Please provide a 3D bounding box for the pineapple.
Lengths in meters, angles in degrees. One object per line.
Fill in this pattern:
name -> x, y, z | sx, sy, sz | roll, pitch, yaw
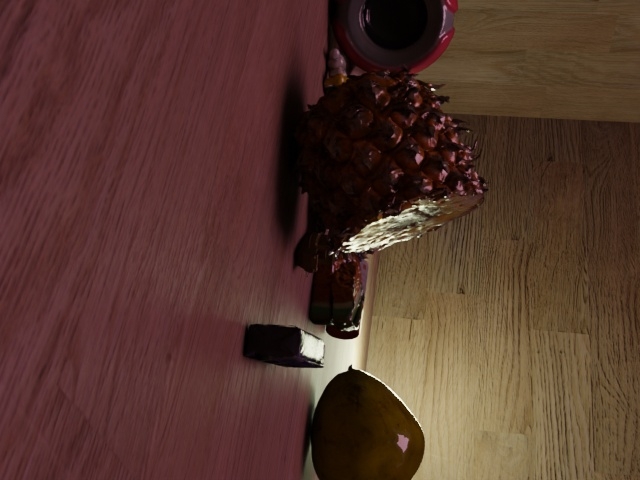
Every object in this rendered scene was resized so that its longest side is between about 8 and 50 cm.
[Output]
pineapple -> 0.117, -0.149, 1.560 | 0.352, 0.353, 0.300 | 28, 39, -82

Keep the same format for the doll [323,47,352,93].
doll -> 0.042, -0.388, 1.937 | 0.135, 0.072, 0.113 | 76, 11, -52

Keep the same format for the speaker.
speaker -> 0.170, -0.521, 1.974 | 0.294, 0.295, 0.294 | 4, 90, -82

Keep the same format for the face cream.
face cream -> 0.073, 0.155, 2.309 | 0.095, 0.096, 0.214 | 81, 15, -58

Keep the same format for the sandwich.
sandwich -> 0.040, 0.119, 2.044 | 0.292, 0.109, 0.212 | -75, 160, -65

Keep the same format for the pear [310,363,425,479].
pear -> 0.105, 0.477, 2.135 | 0.287, 0.288, 0.375 | 83, -3, -54

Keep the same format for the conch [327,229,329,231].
conch -> 0.095, -0.108, 2.125 | 0.172, 0.131, 0.199 | 28, -71, 58

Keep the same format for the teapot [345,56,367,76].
teapot -> 0.122, -0.520, 2.200 | 0.204, 0.140, 0.297 | -177, -92, -71

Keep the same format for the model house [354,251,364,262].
model house -> 0.073, 0.023, 2.223 | 0.087, 0.100, 0.100 | -74, 166, -58

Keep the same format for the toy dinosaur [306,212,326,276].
toy dinosaur -> -0.001, 0.000, 1.931 | 0.108, 0.032, 0.220 | 88, 12, -54

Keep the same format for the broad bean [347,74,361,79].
broad bean -> 0.079, -0.285, 2.040 | 0.156, 0.122, 0.228 | 78, 14, -71

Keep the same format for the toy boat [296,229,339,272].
toy boat -> -0.001, 0.022, 1.765 | 0.200, 0.077, 0.057 | -58, 152, -74

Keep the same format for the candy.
candy -> -0.053, 0.180, 1.426 | 0.312, 0.088, 0.061 | 57, 33, -77
